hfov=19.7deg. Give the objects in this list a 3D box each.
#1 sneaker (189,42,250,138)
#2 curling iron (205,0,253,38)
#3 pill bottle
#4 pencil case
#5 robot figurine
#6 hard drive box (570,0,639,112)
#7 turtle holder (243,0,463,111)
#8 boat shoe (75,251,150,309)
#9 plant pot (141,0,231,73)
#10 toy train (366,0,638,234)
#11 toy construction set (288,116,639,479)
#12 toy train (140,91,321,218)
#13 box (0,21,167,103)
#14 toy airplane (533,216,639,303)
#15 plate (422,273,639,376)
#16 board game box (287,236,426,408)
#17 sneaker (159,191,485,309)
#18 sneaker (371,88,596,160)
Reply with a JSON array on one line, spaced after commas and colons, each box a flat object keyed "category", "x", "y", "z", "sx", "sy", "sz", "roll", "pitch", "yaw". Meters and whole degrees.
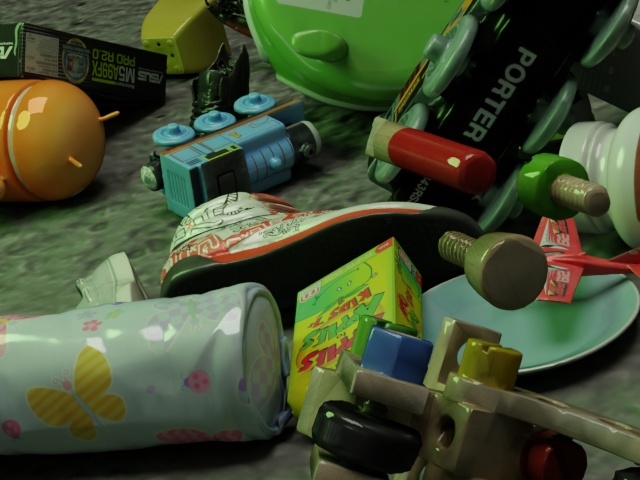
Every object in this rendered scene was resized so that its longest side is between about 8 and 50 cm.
[{"category": "sneaker", "x": -0.115, "y": -0.136, "z": 1.911, "sx": 0.051, "sy": 0.089, "sz": 0.170, "roll": 0, "pitch": 25, "yaw": 26}, {"category": "curling iron", "x": -0.040, "y": -0.228, "z": 2.091, "sx": 0.274, "sy": 0.068, "sz": 0.035, "roll": 34, "pitch": 76, "yaw": 36}, {"category": "pill bottle", "x": 0.303, "y": -0.049, "z": 1.454, "sx": 0.216, "sy": 0.121, "sz": 0.121, "roll": 2, "pitch": 27, "yaw": 30}, {"category": "pencil case", "x": -0.159, "y": 0.098, "z": 1.357, "sx": 0.273, "sy": 0.113, "sz": 0.124, "roll": -7, "pitch": 13, "yaw": 12}, {"category": "robot figurine", "x": -0.313, "y": -0.100, "z": 1.881, "sx": 0.219, "sy": 0.128, "sz": 0.158, "roll": 0, "pitch": -2, "yaw": 29}, {"category": "hard drive box", "x": 0.345, "y": -0.175, "z": 1.666, "sx": 0.232, "sy": 0.089, "sz": 0.181, "roll": 29, "pitch": 41, "yaw": 25}, {"category": "turtle holder", "x": 0.077, "y": -0.254, "z": 1.903, "sx": 0.320, "sy": 0.243, "sz": 0.227, "roll": -20, "pitch": -6, "yaw": -13}, {"category": "boat shoe", "x": -0.173, "y": 0.060, "z": 1.521, "sx": 0.063, "sy": 0.066, "sz": 0.184, "roll": -28, "pitch": 26, "yaw": -1}, {"category": "plant pot", "x": -0.167, "y": -0.236, "z": 2.192, "sx": 0.081, "sy": 0.081, "sz": 0.083, "roll": 1, "pitch": 32, "yaw": 29}, {"category": "toy train", "x": 0.151, "y": -0.150, "z": 1.566, "sx": 0.142, "sy": 0.334, "sz": 0.190, "roll": 27, "pitch": 23, "yaw": -9}, {"category": "toy construction set", "x": 0.067, "y": 0.076, "z": 1.087, "sx": 0.257, "sy": 0.309, "sz": 0.237, "roll": -12, "pitch": 16, "yaw": -20}, {"category": "toy train", "x": -0.082, "y": -0.082, "z": 1.792, "sx": 0.184, "sy": 0.080, "sz": 0.105, "roll": -23, "pitch": 34, "yaw": -30}, {"category": "box", "x": -0.331, "y": -0.191, "z": 2.041, "sx": 0.216, "sy": 0.060, "sz": 0.270, "roll": 1, "pitch": -2, "yaw": 29}, {"category": "toy airplane", "x": 0.205, "y": 0.017, "z": 1.409, "sx": 0.151, "sy": 0.028, "sz": 0.151, "roll": -10, "pitch": 24, "yaw": 5}, {"category": "plate", "x": 0.149, "y": 0.064, "z": 1.395, "sx": 0.188, "sy": 0.024, "sz": 0.188, "roll": -11, "pitch": 22, "yaw": 4}, {"category": "board game box", "x": 0.028, "y": 0.071, "z": 1.376, "sx": 0.092, "sy": 0.043, "sz": 0.181, "roll": -30, "pitch": 19, "yaw": 14}, {"category": "sneaker", "x": -0.001, "y": -0.001, "z": 1.537, "sx": 0.270, "sy": 0.090, "sz": 0.145, "roll": -13, "pitch": 25, "yaw": 5}, {"category": "sneaker", "x": 0.156, "y": -0.134, "z": 1.759, "sx": 0.234, "sy": 0.097, "sz": 0.084, "roll": 1, "pitch": 26, "yaw": 28}]
